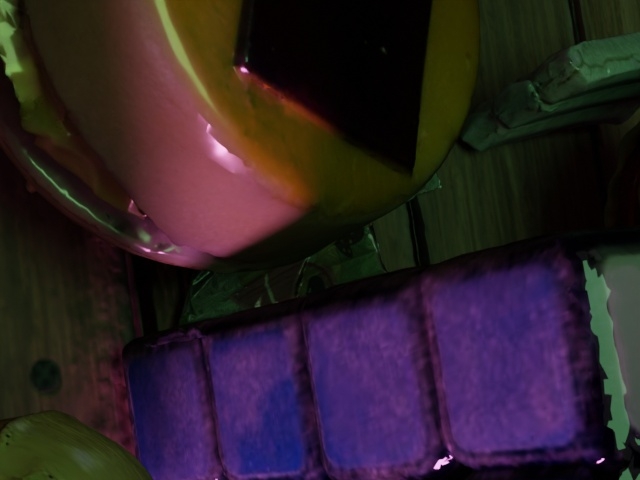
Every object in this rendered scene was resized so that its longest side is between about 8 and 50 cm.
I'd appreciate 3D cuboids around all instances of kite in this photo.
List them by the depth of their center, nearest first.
[{"bbox_3d":[0.000,0.000,0.861,0.268,0.013,0.323,-34,107,-44],"label":"kite"}]

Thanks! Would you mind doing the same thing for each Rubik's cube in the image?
[{"bbox_3d":[0.139,0.176,0.694,0.344,0.344,0.337,-5,84,-36],"label":"Rubik's cube"}]

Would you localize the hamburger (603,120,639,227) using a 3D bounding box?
[{"bbox_3d":[0.337,-0.012,1.011,0.274,0.212,0.274,-1,94,-19],"label":"hamburger"}]

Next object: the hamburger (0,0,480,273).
[{"bbox_3d":[-0.055,-0.127,0.716,0.300,0.176,0.300,16,67,-43],"label":"hamburger"}]

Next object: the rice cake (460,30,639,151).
[{"bbox_3d":[0.203,-0.115,1.023,0.211,0.124,0.038,-13,74,-50],"label":"rice cake"}]

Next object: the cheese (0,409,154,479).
[{"bbox_3d":[-0.126,0.183,0.497,0.128,0.316,0.259,9,68,-6],"label":"cheese"}]
